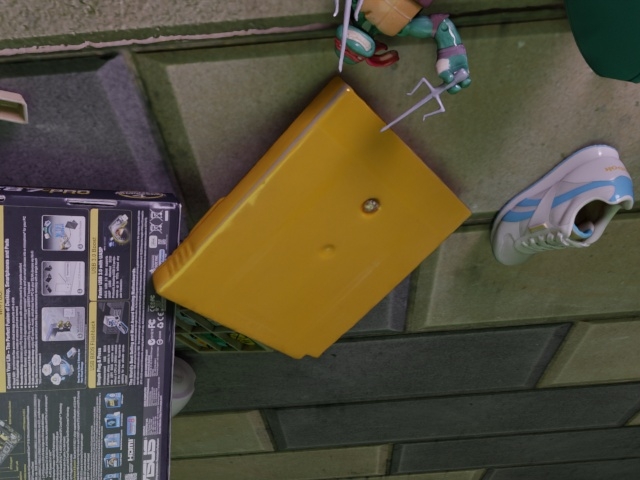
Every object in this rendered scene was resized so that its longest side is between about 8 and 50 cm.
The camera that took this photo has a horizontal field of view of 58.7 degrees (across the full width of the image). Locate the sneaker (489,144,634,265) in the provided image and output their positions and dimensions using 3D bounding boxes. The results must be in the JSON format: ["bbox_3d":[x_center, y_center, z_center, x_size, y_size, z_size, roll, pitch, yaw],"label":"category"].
[{"bbox_3d":[0.318,-0.025,0.779,0.087,0.092,0.228,11,141,-21],"label":"sneaker"}]

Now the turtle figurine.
[{"bbox_3d":[0.073,-0.218,0.488,0.175,0.118,0.234,16,126,-36],"label":"turtle figurine"}]

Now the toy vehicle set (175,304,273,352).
[{"bbox_3d":[-0.211,0.118,0.934,0.166,0.035,0.267,-8,145,29],"label":"toy vehicle set"}]

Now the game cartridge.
[{"bbox_3d":[0.000,0.000,0.724,0.324,0.052,0.285,-44,131,13],"label":"game cartridge"}]

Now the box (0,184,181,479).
[{"bbox_3d":[-0.345,0.132,0.710,0.318,0.097,0.395,0,102,-20],"label":"box"}]

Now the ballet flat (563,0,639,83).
[{"bbox_3d":[0.249,-0.293,0.400,0.147,0.147,0.409,-18,140,18],"label":"ballet flat"}]

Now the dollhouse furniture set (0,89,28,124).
[{"bbox_3d":[-0.365,-0.141,0.575,0.114,0.081,0.091,9,141,-16],"label":"dollhouse furniture set"}]

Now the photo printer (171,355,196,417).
[{"bbox_3d":[-0.418,0.289,1.112,0.307,0.107,0.256,25,134,-32],"label":"photo printer"}]
